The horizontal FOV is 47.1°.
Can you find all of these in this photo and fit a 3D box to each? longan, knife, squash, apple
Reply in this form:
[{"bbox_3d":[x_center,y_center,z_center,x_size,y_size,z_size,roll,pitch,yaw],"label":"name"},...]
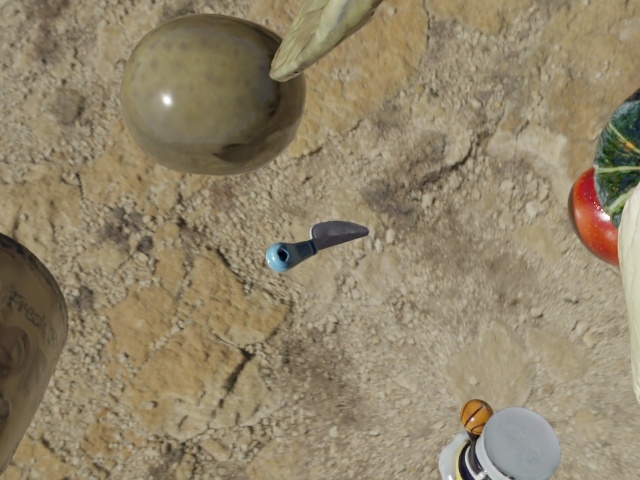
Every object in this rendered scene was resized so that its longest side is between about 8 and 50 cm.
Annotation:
[{"bbox_3d":[-0.209,-0.278,1.448,0.361,0.361,0.360,-3,77,12],"label":"longan"},{"bbox_3d":[-0.001,-0.002,1.309,0.032,0.244,0.058,-38,79,47],"label":"knife"},{"bbox_3d":[0.481,-0.097,0.948,0.252,0.165,0.252,11,105,50],"label":"squash"},{"bbox_3d":[0.501,-0.044,1.213,0.181,0.168,0.180,-6,51,7],"label":"apple"}]

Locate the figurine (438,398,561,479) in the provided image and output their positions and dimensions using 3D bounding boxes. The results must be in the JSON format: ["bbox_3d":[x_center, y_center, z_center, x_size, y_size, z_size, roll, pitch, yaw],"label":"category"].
[{"bbox_3d":[0.274,0.354,1.177,0.133,0.236,0.176,-22,61,-21],"label":"figurine"}]

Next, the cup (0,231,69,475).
[{"bbox_3d":[-0.346,0.102,0.600,0.228,0.301,0.257,-4,31,-8],"label":"cup"}]

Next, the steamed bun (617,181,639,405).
[{"bbox_3d":[0.255,0.023,0.427,0.170,0.238,0.152,-19,31,-2],"label":"steamed bun"}]

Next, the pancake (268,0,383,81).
[{"bbox_3d":[0.039,-0.207,0.555,0.050,0.242,0.242,39,88,-14],"label":"pancake"}]
